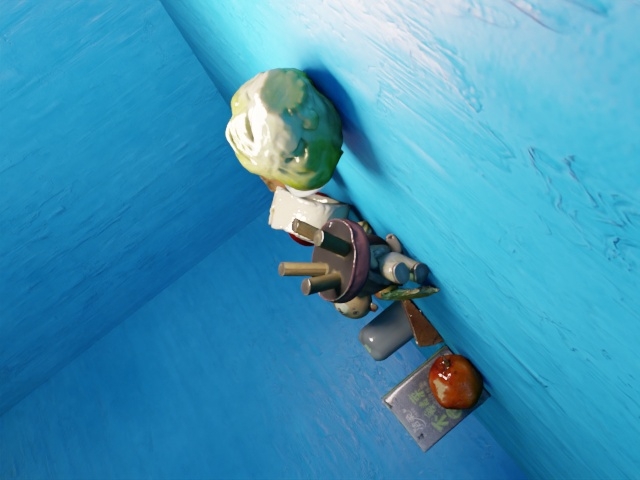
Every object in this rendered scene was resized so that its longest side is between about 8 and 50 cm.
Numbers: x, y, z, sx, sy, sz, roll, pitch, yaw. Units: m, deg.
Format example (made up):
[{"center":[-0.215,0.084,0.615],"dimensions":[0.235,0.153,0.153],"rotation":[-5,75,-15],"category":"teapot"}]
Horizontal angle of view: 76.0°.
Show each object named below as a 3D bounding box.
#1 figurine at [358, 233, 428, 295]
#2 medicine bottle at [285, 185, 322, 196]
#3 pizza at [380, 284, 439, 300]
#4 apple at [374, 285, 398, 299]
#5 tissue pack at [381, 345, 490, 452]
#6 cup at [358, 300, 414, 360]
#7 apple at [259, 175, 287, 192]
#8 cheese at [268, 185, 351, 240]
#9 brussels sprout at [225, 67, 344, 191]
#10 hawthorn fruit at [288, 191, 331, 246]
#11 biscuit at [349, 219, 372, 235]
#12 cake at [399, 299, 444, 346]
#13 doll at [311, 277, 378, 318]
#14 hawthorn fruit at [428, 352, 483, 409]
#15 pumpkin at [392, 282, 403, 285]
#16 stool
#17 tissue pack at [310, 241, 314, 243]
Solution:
[{"center":[0.193,0.086,1.351],"dimensions":[0.381,0.248,0.203],"rotation":[2,115,67],"category":"figurine"},{"center":[-0.093,-0.292,1.310],"dimensions":[0.293,0.170,0.170],"rotation":[56,175,-36],"category":"medicine bottle"},{"center":[0.297,0.173,1.360],"dimensions":[0.262,0.181,0.034],"rotation":[110,155,-76],"category":"pizza"},{"center":[0.298,0.216,1.882],"dimensions":[0.102,0.126,0.126],"rotation":[30,-178,-14],"category":"apple"},{"center":[0.519,0.714,1.871],"dimensions":[0.288,0.394,0.124],"rotation":[49,176,20],"category":"tissue pack"},{"center":[0.361,0.472,2.138],"dimensions":[0.205,0.312,0.205],"rotation":[52,174,7],"category":"cup"},{"center":[-0.193,-0.338,1.958],"dimensions":[0.261,0.194,0.261],"rotation":[49,175,6],"category":"apple"},{"center":[-0.047,-0.097,1.535],"dimensions":[0.292,0.153,0.332],"rotation":[16,-171,10],"category":"cheese"},{"center":[-0.087,-0.259,0.960],"dimensions":[0.274,0.243,0.316],"rotation":[41,167,36],"category":"brussels sprout"},{"center":[-0.028,-0.100,1.849],"dimensions":[0.265,0.265,0.307],"rotation":[52,163,-13],"category":"hawthorn fruit"},{"center":[0.158,-0.040,1.567],"dimensions":[0.118,0.061,0.183],"rotation":[50,179,3],"category":"biscuit"},{"center":[0.437,0.372,1.906],"dimensions":[0.295,0.113,0.116],"rotation":[57,175,4],"category":"cake"},{"center":[0.106,0.224,1.863],"dimensions":[0.235,0.174,0.330],"rotation":[-11,126,42],"category":"doll"},{"center":[0.537,0.551,1.658],"dimensions":[0.299,0.211,0.211],"rotation":[63,172,-25],"category":"hawthorn fruit"},{"center":[0.210,0.123,1.735],"dimensions":[0.278,0.163,0.111],"rotation":[50,171,12],"category":"pumpkin"},{"center":[0.009,0.056,1.260],"dimensions":[0.179,0.272,0.272],"rotation":[10,-157,-34],"category":"stool"},{"center":[0.000,0.000,1.576],"dimensions":[0.193,0.026,0.122],"rotation":[17,-170,16],"category":"tissue pack"}]
